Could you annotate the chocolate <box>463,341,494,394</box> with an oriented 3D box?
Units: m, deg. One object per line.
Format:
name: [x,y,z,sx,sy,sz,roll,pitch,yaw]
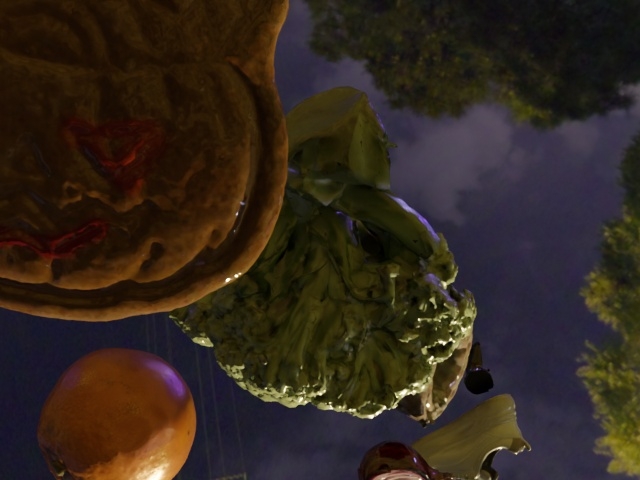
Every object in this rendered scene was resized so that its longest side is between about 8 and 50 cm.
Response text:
chocolate: [0.350,0.286,1.523,0.070,0.072,0.147,28,-160,6]

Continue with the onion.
onion: [0.137,0.389,1.130,0.151,0.206,0.098,-23,-142,0]

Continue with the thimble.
thimble: [0.163,0.186,1.155,0.148,0.229,0.196,21,-145,27]

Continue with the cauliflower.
cauliflower: [0.000,0.000,0.573,0.275,0.250,0.272,11,-146,8]

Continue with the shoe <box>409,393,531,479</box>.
shoe: [0.304,0.462,1.444,0.124,0.316,0.159,20,-146,-59]

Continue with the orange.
orange: [-0.404,0.366,1.366,0.311,0.312,0.312,9,-137,-8]

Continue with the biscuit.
biscuit: [-0.150,-0.082,0.391,0.272,0.258,0.049,10,-171,-5]
